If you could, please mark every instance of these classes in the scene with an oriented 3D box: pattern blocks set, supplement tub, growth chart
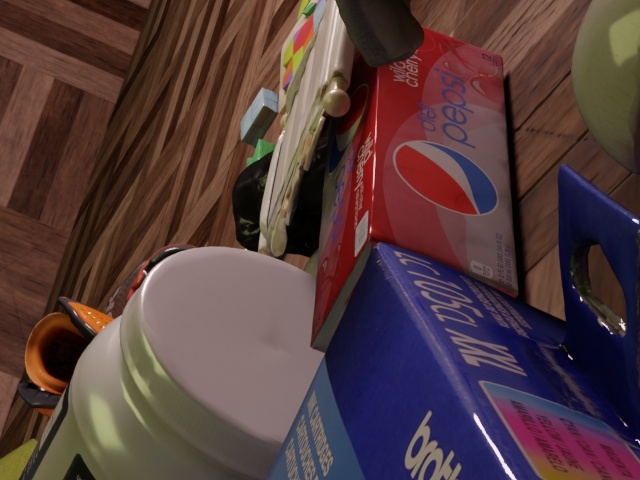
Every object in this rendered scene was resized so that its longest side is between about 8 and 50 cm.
[{"bbox_3d":[0.011,-0.201,1.614,0.325,0.026,0.285,-61,16,13],"label":"pattern blocks set"},{"bbox_3d":[-0.083,0.158,1.071,0.191,0.191,0.272,-86,22,-55],"label":"supplement tub"},{"bbox_3d":[-0.009,-0.076,1.154,0.237,0.021,0.172,115,167,-56],"label":"growth chart"}]

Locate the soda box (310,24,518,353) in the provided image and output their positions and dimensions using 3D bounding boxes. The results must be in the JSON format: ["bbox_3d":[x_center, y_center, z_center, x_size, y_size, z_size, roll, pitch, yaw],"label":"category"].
[{"bbox_3d":[0.056,-0.030,1.045,0.263,0.092,0.083,-86,19,-55],"label":"soda box"}]

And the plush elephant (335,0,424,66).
[{"bbox_3d":[0.099,-0.227,0.883,0.255,0.330,0.272,98,178,-59],"label":"plush elephant"}]

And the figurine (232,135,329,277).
[{"bbox_3d":[0.000,0.000,1.261,0.209,0.092,0.215,-42,29,54],"label":"figurine"}]

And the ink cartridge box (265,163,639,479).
[{"bbox_3d":[0.045,0.176,0.627,0.395,0.151,0.270,-64,13,10],"label":"ink cartridge box"}]

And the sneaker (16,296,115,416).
[{"bbox_3d":[-0.161,0.104,1.512,0.124,0.180,0.321,-68,13,-5],"label":"sneaker"}]

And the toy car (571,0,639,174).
[{"bbox_3d":[0.181,-0.069,0.552,0.136,0.159,0.182,8,-73,-65],"label":"toy car"}]

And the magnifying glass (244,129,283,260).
[{"bbox_3d":[-0.032,-0.061,1.630,0.092,0.026,0.231,127,159,-47],"label":"magnifying glass"}]

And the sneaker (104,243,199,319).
[{"bbox_3d":[-0.180,0.126,1.744,0.276,0.097,0.135,-65,13,3],"label":"sneaker"}]

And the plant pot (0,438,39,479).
[{"bbox_3d":[-0.286,0.328,1.546,0.293,0.275,0.275,-54,11,-10],"label":"plant pot"}]
